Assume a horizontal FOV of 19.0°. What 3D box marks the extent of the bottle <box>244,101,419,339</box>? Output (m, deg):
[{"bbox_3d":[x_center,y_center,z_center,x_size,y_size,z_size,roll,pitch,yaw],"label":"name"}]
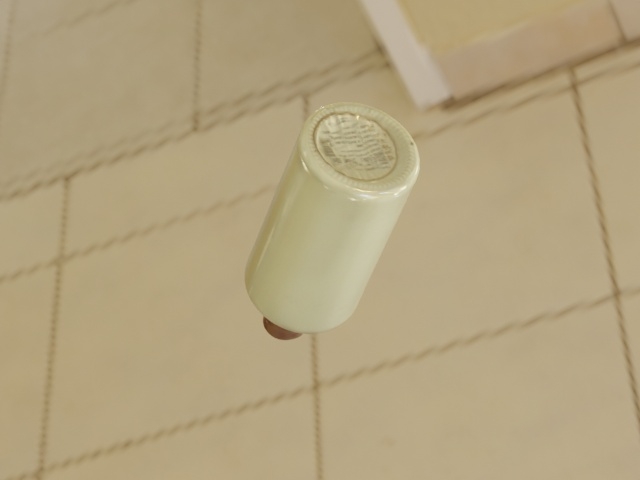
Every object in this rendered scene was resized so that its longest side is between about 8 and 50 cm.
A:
[{"bbox_3d":[0.000,0.000,1.593,0.104,0.245,0.104,10,50,-12],"label":"bottle"}]
